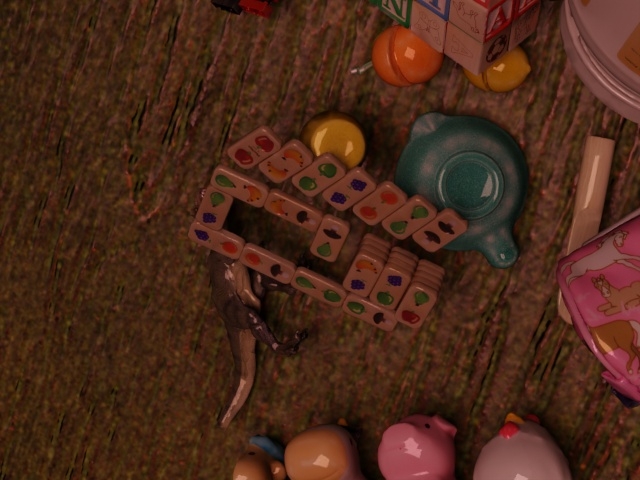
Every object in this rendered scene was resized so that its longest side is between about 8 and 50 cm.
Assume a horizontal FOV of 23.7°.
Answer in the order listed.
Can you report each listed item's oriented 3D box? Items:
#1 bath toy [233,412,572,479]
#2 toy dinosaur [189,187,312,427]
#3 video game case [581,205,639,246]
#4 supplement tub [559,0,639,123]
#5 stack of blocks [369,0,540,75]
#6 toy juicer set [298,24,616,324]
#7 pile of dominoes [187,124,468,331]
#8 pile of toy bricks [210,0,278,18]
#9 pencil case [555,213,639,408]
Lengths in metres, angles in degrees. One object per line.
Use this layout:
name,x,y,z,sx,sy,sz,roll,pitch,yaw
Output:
bath toy,0.087,0.238,1.558,0.348,0.129,0.151,-10,129,22
toy dinosaur,-0.070,0.070,1.614,0.118,0.064,0.268,-1,102,27
video game case,0.410,0.068,1.442,0.204,0.025,0.285,-34,88,9
supplement tub,0.322,-0.235,1.179,0.228,0.316,0.228,3,69,-8
stack of blocks,0.071,-0.308,1.419,0.297,0.087,0.171,38,152,24
toy juicer set,0.160,-0.087,1.499,0.329,0.089,0.209,31,92,-6
pile of dominoes,0.000,0.000,1.485,0.251,0.040,0.196,25,138,-1
pile of toy bricks,-0.118,-0.311,1.544,0.212,0.118,0.105,21,78,31
pencil case,0.406,0.005,1.346,0.386,0.160,0.167,-29,91,8
